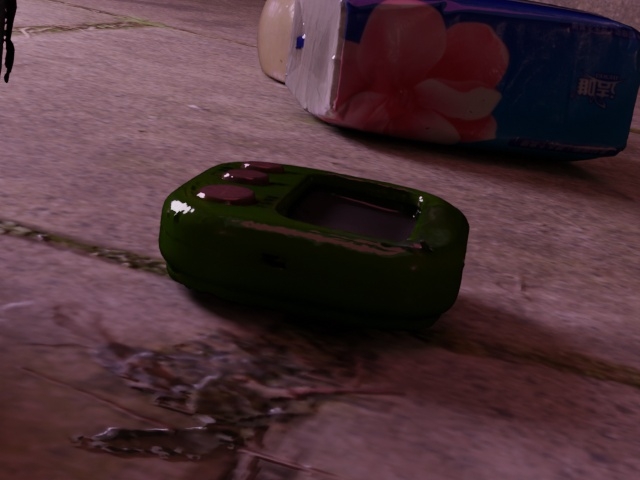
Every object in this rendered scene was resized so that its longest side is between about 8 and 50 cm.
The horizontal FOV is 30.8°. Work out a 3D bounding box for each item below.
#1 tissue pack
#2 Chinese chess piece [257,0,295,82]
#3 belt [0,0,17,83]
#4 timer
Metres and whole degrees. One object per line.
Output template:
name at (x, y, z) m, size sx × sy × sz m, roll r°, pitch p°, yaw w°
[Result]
tissue pack at (0.117, -0.151, 1.021) m, size 0.270 × 0.137 × 0.209 m, roll 4°, pitch 16°, yaw -15°
Chinese chess piece at (0.066, -0.206, 1.243) m, size 0.273 × 0.102 × 0.273 m, roll 11°, pitch 14°, yaw -3°
belt at (-0.186, -0.090, 0.387) m, size 0.116 × 0.206 × 0.267 m, roll -3°, pitch 26°, yaw -35°
timer at (0.000, 0.000, 0.510) m, size 0.128 × 0.047 × 0.140 m, roll 12°, pitch 14°, yaw 6°
